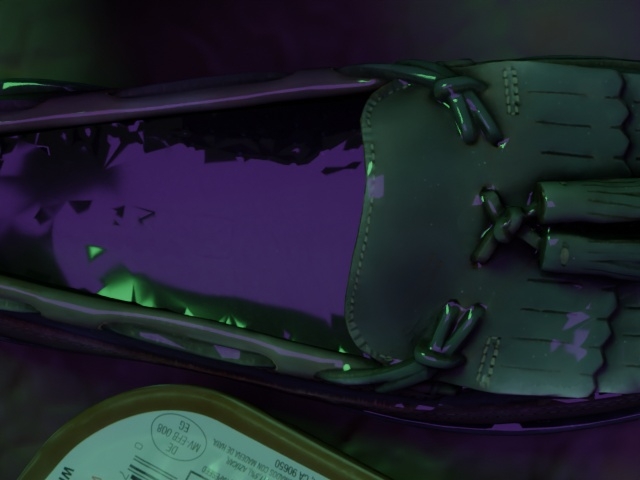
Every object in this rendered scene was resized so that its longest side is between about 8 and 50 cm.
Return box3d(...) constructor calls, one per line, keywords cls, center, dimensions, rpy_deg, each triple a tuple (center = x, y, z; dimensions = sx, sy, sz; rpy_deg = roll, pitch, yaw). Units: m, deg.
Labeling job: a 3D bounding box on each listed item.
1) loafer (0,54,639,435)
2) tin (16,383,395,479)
box3d(cls="loafer", center=(0.000, 0.000, 0.474), dimensions=(0.268, 0.084, 0.096), rpy_deg=(1, 89, 17))
box3d(cls="tin", center=(-0.007, 0.104, 0.468), dimensions=(0.190, 0.040, 0.106), rpy_deg=(24, 84, 32))
